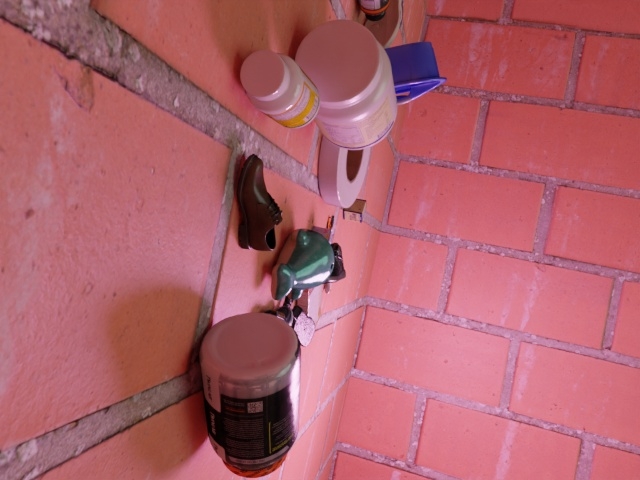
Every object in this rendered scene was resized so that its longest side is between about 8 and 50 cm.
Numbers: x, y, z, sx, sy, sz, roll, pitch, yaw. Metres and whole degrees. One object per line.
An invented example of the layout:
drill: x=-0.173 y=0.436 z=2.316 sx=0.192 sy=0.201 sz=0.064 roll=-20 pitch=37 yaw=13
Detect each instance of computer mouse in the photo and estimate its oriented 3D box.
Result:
computer mouse: x=-0.075 y=0.224 z=1.600 sx=0.184 sy=0.060 sz=0.262 roll=-69 pitch=153 yaw=-18

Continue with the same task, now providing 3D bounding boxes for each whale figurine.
whale figurine: x=-0.047 y=0.075 z=1.398 sx=0.272 sy=0.141 sz=0.216 roll=-45 pitch=145 yaw=-65

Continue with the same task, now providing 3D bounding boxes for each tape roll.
tape roll: x=0.093 y=-0.307 z=1.741 sx=0.392 sy=0.071 sz=0.392 roll=12 pitch=90 yaw=-73

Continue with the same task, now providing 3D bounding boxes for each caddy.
caddy: x=0.265 y=-0.567 z=1.760 sx=0.241 sy=0.341 sz=0.179 roll=-37 pitch=119 yaw=-69

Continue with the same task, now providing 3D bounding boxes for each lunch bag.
lunch bag: x=0.000 y=0.000 z=1.673 sx=0.053 sy=0.071 sz=0.083 roll=63 pitch=41 yaw=-65

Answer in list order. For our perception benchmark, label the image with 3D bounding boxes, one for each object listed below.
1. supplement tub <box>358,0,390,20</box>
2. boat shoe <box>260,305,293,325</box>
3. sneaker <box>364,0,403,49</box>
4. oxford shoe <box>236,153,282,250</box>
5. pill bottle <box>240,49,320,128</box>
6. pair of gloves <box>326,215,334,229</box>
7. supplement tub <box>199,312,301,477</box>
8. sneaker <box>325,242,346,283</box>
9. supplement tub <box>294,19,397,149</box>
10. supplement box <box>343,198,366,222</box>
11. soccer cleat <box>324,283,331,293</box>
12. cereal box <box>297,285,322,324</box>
supplement tub: x=0.171 y=-0.803 z=1.613 sx=0.198 sy=0.106 sz=0.106 roll=63 pitch=41 yaw=-69
boat shoe: x=-0.121 y=0.214 z=1.376 sx=0.183 sy=0.065 sz=0.083 roll=-54 pitch=154 yaw=-58
sneaker: x=0.244 y=-0.793 z=1.861 sx=0.148 sy=0.131 sz=0.350 roll=64 pitch=40 yaw=-62
oxford shoe: x=-0.122 y=-0.077 z=1.071 sx=0.083 sy=0.096 sz=0.227 roll=-58 pitch=154 yaw=-50
pill bottle: x=-0.080 y=-0.301 z=1.002 sx=0.208 sy=0.117 sz=0.118 roll=-4 pitch=105 yaw=-76
pair of gloves: x=0.038 y=-0.056 z=1.908 sx=0.083 sy=0.010 sz=0.074 roll=-30 pitch=131 yaw=-73
supplement tub: x=-0.147 y=0.342 z=1.087 sx=0.207 sy=0.207 sz=0.338 roll=-58 pitch=156 yaw=-55
sneaker: x=0.023 y=0.080 z=1.678 sx=0.227 sy=0.087 sz=0.130 roll=-17 pitch=96 yaw=-70
supplement tub: x=0.071 y=-0.385 z=1.286 sx=0.325 sy=0.235 sz=0.236 roll=30 pitch=72 yaw=-76
supplement box: x=0.145 y=-0.129 z=2.124 sx=0.056 sy=0.083 sz=0.083 roll=84 pitch=22 yaw=-51
soccer cleat: x=0.032 y=0.177 z=2.050 sx=0.036 sy=0.029 sz=0.083 roll=67 pitch=33 yaw=-52
cereal box: x=-0.037 y=0.213 z=1.753 sx=0.173 sy=0.047 sz=0.240 roll=-57 pitch=153 yaw=-58
